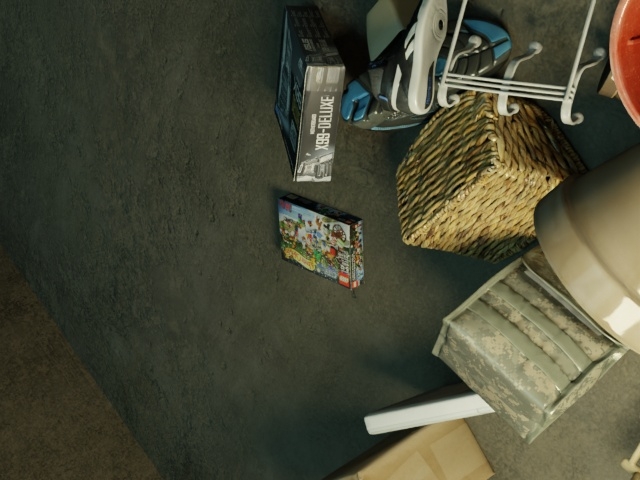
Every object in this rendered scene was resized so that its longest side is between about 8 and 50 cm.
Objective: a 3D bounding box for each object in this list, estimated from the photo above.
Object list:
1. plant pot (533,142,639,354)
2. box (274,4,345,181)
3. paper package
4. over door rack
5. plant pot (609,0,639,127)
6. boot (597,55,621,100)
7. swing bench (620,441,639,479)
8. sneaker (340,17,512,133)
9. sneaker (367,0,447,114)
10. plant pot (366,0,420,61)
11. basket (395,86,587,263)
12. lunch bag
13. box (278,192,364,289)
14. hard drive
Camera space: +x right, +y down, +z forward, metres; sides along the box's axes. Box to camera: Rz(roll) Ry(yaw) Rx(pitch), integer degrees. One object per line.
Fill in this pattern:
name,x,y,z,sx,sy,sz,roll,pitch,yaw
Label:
plant pot,0.516,-0.030,1.369,0.323,0.323,0.280,53,125,17
box,-0.027,-0.295,1.898,0.307,0.077,0.242,-106,19,-54
paper package,0.149,0.519,2.032,0.309,0.325,0.168,-38,79,51
over door rack,0.329,-0.355,1.508,0.240,0.108,0.324,14,98,33
plant pot,0.554,-0.258,1.206,0.272,0.265,0.272,25,126,40
boot,0.514,-0.328,1.378,0.115,0.112,0.305,22,127,6
swing bench,0.616,0.346,1.479,0.255,0.165,0.253,31,115,22
sneaker,0.201,-0.291,1.735,0.341,0.140,0.125,-20,67,35
sneaker,0.140,-0.328,1.648,0.121,0.079,0.216,10,89,36
plant pot,0.145,-0.393,1.752,0.109,0.109,0.096,-41,63,51
basket,0.301,-0.120,1.714,0.299,0.223,0.213,-46,40,50
lunch bag,0.376,0.154,1.615,0.235,0.287,0.169,44,155,21
box,0.000,0.000,2.166,0.233,0.044,0.159,22,124,42
hard drive,0.278,0.303,1.841,0.353,0.233,0.047,-25,80,52
